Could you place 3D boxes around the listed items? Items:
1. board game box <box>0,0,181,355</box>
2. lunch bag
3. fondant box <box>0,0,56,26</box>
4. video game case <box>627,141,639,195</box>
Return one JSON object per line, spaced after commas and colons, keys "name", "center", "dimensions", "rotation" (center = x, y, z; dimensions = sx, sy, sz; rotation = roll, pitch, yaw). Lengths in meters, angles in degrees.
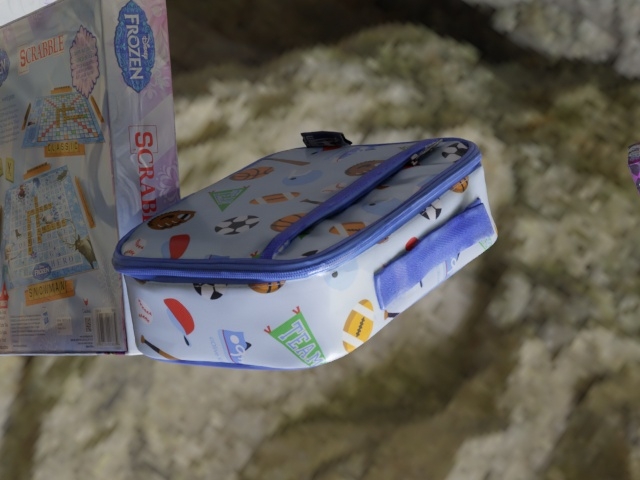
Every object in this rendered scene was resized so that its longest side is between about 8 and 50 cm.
{"name": "board game box", "center": [-0.224, -0.054, 1.669], "dimensions": [0.065, 0.318, 0.318], "rotation": [-4, 179, -31]}
{"name": "lunch bag", "center": [0.000, 0.000, 1.479], "dimensions": [0.243, 0.303, 0.115], "rotation": [-1, 112, 36]}
{"name": "fondant box", "center": [-0.381, -0.291, 2.096], "dimensions": [0.096, 0.330, 0.238], "rotation": [-1, -176, 12]}
{"name": "video game case", "center": [0.379, -0.001, 1.440], "dimensions": [0.232, 0.210, 0.042], "rotation": [65, -159, -20]}
